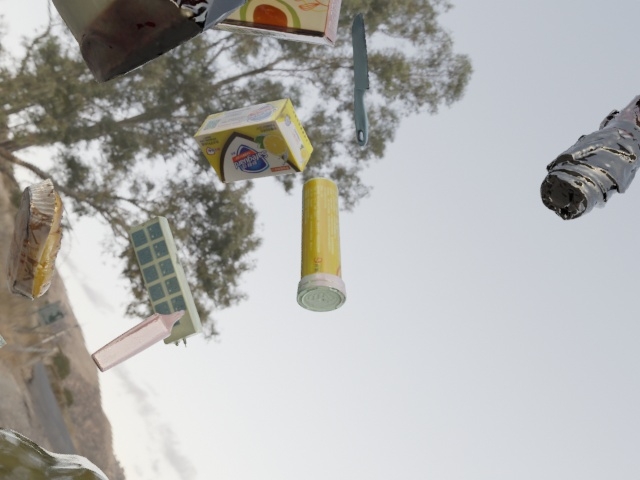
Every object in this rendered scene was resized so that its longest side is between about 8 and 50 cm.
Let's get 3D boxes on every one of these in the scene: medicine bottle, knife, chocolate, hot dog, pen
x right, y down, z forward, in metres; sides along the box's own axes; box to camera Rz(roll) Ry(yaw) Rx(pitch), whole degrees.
[{"bbox_3d":[0.000,0.000,0.909,0.074,0.074,0.218,105,-12,-52],"label":"medicine bottle"},{"bbox_3d":[0.091,-0.352,1.317,0.044,0.019,0.313,20,-48,33],"label":"knife"},{"bbox_3d":[-0.278,-0.385,0.886,0.283,0.283,0.186,21,-35,53],"label":"chocolate"},{"bbox_3d":[-0.529,0.003,1.082,0.131,0.069,0.252,49,-55,37],"label":"hot dog"},{"bbox_3d":[-0.350,0.188,1.147,0.053,0.197,0.032,56,-34,5],"label":"pen"}]

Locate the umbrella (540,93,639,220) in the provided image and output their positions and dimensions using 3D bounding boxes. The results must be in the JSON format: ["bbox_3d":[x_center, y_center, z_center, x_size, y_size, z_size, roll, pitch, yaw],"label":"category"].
[{"bbox_3d":[0.392,-0.125,0.740,0.090,0.326,0.094,-6,-67,62],"label":"umbrella"}]

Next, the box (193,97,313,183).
[{"bbox_3d":[-0.172,-0.253,1.512,0.265,0.097,0.168,-3,-48,28],"label":"box"}]

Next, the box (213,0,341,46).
[{"bbox_3d":[-0.113,-0.638,1.239,0.344,0.122,0.385,12,-78,11],"label":"box"}]

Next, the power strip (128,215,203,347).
[{"bbox_3d":[-0.412,0.112,1.559,0.367,0.106,0.043,69,13,10],"label":"power strip"}]

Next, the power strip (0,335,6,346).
[{"bbox_3d":[-0.590,0.088,0.921,0.252,0.060,0.027,51,-46,7],"label":"power strip"}]

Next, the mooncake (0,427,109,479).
[{"bbox_3d":[-0.204,0.238,0.282,0.290,0.290,0.161,65,-24,-4],"label":"mooncake"}]
